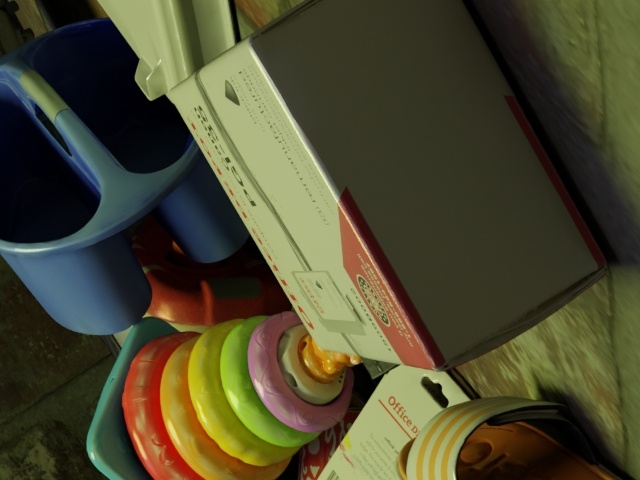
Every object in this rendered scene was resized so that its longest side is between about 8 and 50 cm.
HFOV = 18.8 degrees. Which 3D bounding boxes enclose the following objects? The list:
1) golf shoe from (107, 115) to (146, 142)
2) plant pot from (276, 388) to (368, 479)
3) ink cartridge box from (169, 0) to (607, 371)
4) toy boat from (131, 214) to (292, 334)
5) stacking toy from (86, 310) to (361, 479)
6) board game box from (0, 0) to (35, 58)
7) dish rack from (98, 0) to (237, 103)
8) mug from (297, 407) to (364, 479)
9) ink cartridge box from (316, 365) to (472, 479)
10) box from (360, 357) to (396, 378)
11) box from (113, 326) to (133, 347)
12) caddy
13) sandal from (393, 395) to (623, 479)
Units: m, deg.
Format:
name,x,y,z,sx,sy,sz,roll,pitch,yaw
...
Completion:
name,x,y,z,sx,sy,sz,roll,pitch,yaw
golf shoe,-0.183,-0.068,2.013,0.077,0.094,0.198,47,165,40
plant pot,-0.021,0.228,1.891,0.215,0.215,0.230,58,-176,4
ink cartridge box,0.028,-0.040,1.129,0.207,0.117,0.283,60,168,-5
toy boat,-0.121,0.002,1.897,0.231,0.151,0.151,-141,53,-57
stacking toy,-0.039,0.117,1.621,0.166,0.175,0.302,39,134,-22
board game box,-0.315,-0.197,2.142,0.390,0.050,0.390,63,180,-20
dish rack,-0.168,-0.255,1.532,0.285,0.072,0.333,54,167,24
mug,0.042,0.234,1.726,0.113,0.150,0.169,-4,86,49
ink cartridge box,0.071,0.178,1.510,0.061,0.181,0.104,13,-154,-44
box,0.014,-0.017,1.399,0.231,0.056,0.183,58,169,5
box,-0.156,0.144,2.357,0.231,0.127,0.262,60,169,-1
caddy,-0.214,-0.077,1.764,0.341,0.241,0.179,44,168,50
sandal,0.133,0.143,1.236,0.265,0.102,0.076,20,140,58
